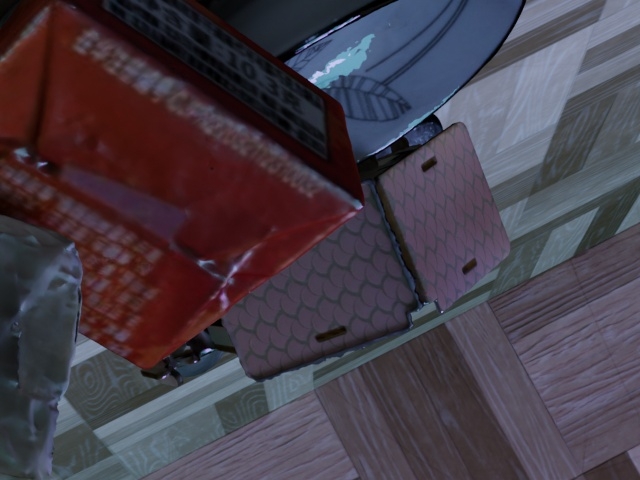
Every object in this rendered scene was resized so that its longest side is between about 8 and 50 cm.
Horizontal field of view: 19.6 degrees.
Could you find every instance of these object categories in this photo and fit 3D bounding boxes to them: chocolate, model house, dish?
[{"bbox_3d":[-0.127,-0.054,1.168,0.235,0.237,0.108,-38,-152,38],"label":"chocolate"},{"bbox_3d":[0.000,0.000,1.563,0.326,0.169,0.244,-23,-168,-21],"label":"model house"},{"bbox_3d":[-0.005,-0.141,1.342,0.316,0.106,0.316,-28,166,-8],"label":"dish"}]

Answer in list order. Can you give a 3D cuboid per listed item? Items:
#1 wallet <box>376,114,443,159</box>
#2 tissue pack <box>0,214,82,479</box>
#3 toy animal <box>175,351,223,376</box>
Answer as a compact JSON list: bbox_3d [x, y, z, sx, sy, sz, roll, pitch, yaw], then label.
[{"bbox_3d":[-0.008,-0.009,1.808,0.318,0.045,0.172,-22,128,-18],"label":"wallet"},{"bbox_3d":[-0.363,0.118,1.159,0.297,0.207,0.380,21,141,-27],"label":"tissue pack"},{"bbox_3d":[-0.085,0.051,1.882,0.236,0.108,0.138,-31,-162,25],"label":"toy animal"}]
